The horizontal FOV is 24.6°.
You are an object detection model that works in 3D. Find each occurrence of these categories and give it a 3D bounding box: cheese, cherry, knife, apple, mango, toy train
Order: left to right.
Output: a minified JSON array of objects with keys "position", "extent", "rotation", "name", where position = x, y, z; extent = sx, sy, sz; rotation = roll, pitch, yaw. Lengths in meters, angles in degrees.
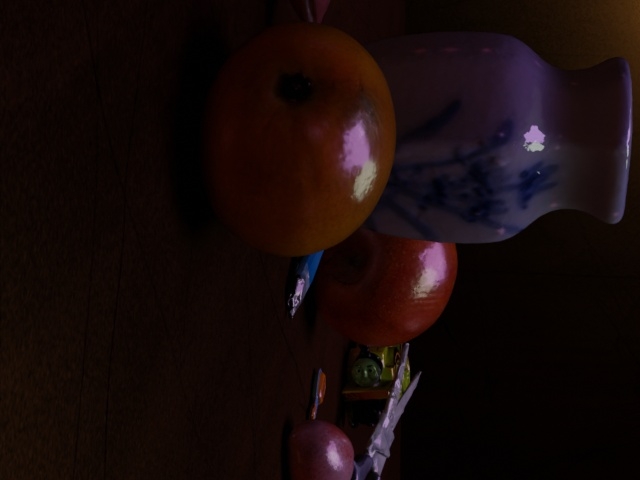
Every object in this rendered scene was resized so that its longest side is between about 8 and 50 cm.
[{"position":[-0.019,-0.090,1.344],"extent":[0.317,0.173,0.211],"rotation":[63,30,-89],"name":"mango"},{"position":[-0.005,0.229,2.128],"extent":[0.111,0.017,0.047],"rotation":[-78,165,-51],"name":"cheese"},{"position":[-0.002,0.000,1.951],"extent":[0.296,0.026,0.044],"rotation":[-66,155,-52],"name":"knife"},{"position":[0.000,0.288,1.906],"extent":[0.126,0.087,0.106],"rotation":[82,8,-68],"name":"cherry"},{"position":[0.100,0.235,2.649],"extent":[0.296,0.100,0.160],"rotation":[-54,139,-74],"name":"toy train"},{"position":[0.083,0.033,2.071],"extent":[0.173,0.210,0.235],"rotation":[1,81,-55],"name":"apple"}]

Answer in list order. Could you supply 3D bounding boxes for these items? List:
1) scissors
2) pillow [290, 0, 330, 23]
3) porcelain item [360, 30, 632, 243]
[{"position":[0.101,0.344,2.458],"extent":[0.383,0.029,0.256],"rotation":[-64,146,-38],"name":"scissors"},{"position":[-0.014,-0.346,1.658],"extent":[0.179,0.075,0.171],"rotation":[-77,167,-54],"name":"pillow"},{"position":[0.144,-0.116,1.669],"extent":[0.242,0.405,0.178],"rotation":[83,9,-49],"name":"porcelain item"}]
